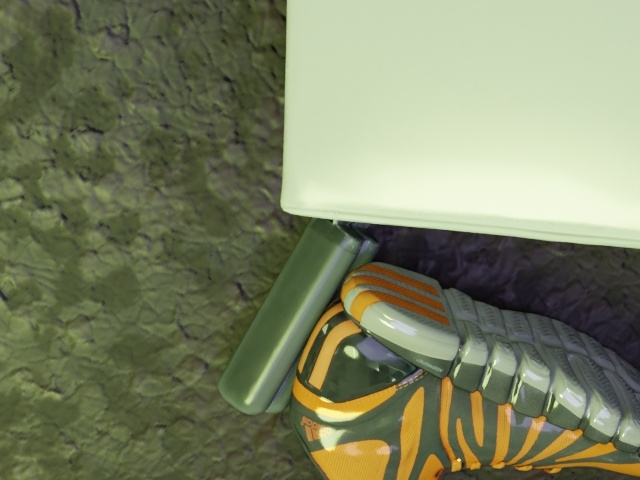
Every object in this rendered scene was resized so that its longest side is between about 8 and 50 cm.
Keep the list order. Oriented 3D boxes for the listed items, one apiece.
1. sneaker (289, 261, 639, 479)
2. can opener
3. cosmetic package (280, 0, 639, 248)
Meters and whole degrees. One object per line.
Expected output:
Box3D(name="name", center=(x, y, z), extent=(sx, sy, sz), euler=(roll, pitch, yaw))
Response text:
Box3D(name="sneaker", center=(0.122, 0.147, 1.208), extent=(0.321, 0.124, 0.180), euler=(24, 113, -14))
Box3D(name="can opener", center=(0.000, 0.000, 1.184), extent=(0.093, 0.074, 0.280), euler=(29, 98, 23))
Box3D(name="cosmetic package", center=(0.187, -0.214, 0.955), extent=(0.327, 0.329, 0.393), euler=(5, 100, 22))
